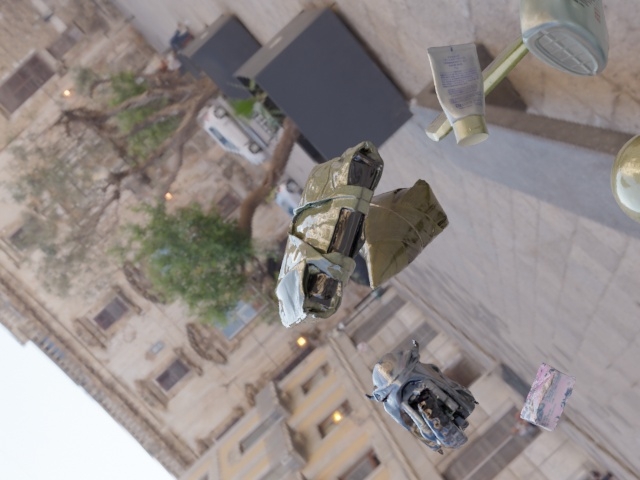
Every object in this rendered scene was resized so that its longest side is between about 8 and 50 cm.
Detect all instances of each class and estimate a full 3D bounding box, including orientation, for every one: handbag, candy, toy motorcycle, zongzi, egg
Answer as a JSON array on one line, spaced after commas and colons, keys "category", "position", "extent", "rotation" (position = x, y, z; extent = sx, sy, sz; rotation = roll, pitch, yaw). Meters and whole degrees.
[{"category": "handbag", "position": [0.002, -0.004, 1.170], "extent": [0.109, 0.316, 0.253], "rotation": [20, 172, -13]}, {"category": "candy", "position": [0.595, 0.412, 1.852], "extent": [0.073, 0.160, 0.092], "rotation": [24, 178, -11]}, {"category": "toy motorcycle", "position": [0.149, 0.225, 1.014], "extent": [0.159, 0.106, 0.270], "rotation": [42, -179, 13]}, {"category": "zongzi", "position": [0.105, 0.015, 1.552], "extent": [0.274, 0.300, 0.145], "rotation": [-14, 119, 52]}, {"category": "egg", "position": [0.636, -0.112, 1.293], "extent": [0.241, 0.186, 0.186], "rotation": [11, -152, -48]}]

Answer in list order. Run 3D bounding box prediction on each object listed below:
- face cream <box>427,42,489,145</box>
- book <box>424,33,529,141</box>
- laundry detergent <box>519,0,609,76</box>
[{"category": "face cream", "position": [0.307, -0.322, 1.533], "extent": [0.070, 0.114, 0.224], "rotation": [121, 139, -73]}, {"category": "book", "position": [0.395, -0.385, 1.755], "extent": [0.035, 0.352, 0.239], "rotation": [43, -171, -5]}, {"category": "laundry detergent", "position": [0.530, -0.576, 1.527], "extent": [0.264, 0.398, 0.124], "rotation": [18, 158, -38]}]
